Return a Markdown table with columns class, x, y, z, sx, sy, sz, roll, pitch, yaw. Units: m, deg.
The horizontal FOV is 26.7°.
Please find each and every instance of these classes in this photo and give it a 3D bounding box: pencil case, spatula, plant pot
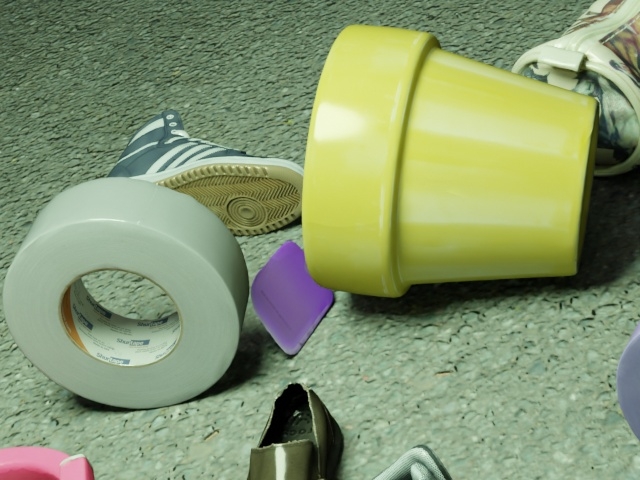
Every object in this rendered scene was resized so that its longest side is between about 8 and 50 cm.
| class | x | y | z | sx | sy | sz | roll | pitch | yaw |
| --- | --- | --- | --- | --- | --- | --- | --- | --- | --- |
| pencil case | 0.368 | -0.230 | 1.397 | 0.160 | 0.183 | 0.410 | 19 | 50 | 44 |
| spatula | 0.000 | 0.000 | 1.374 | 0.030 | 0.084 | 0.296 | -26 | 20 | 30 |
| plant pot | 0.129 | -0.065 | 1.248 | 0.239 | 0.254 | 0.254 | 7 | 39 | 14 |

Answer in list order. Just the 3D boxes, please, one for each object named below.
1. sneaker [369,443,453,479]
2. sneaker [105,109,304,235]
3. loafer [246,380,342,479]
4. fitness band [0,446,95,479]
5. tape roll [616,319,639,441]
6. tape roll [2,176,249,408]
| class | x | y | z | sx | sy | sz | roll | pitch | yaw |
| --- | --- | --- | --- | --- | --- | --- | --- | --- | --- |
| sneaker | 0.114 | 0.216 | 0.883 | 0.268 | 0.153 | 0.101 | -6 | 37 | 36 |
| sneaker | -0.125 | -0.081 | 1.525 | 0.282 | 0.099 | 0.153 | -7 | 37 | 25 |
| loafer | -0.034 | 0.198 | 1.082 | 0.080 | 0.078 | 0.220 | -12 | 33 | 13 |
| fitness band | -0.282 | 0.276 | 1.128 | 0.209 | 0.054 | 0.291 | -19 | 31 | 2 |
| tape roll | 0.310 | 0.098 | 0.941 | 0.189 | 0.189 | 0.080 | 5 | 41 | 34 |
| tape roll | -0.177 | 0.051 | 1.246 | 0.219 | 0.219 | 0.072 | -11 | 32 | 14 |
